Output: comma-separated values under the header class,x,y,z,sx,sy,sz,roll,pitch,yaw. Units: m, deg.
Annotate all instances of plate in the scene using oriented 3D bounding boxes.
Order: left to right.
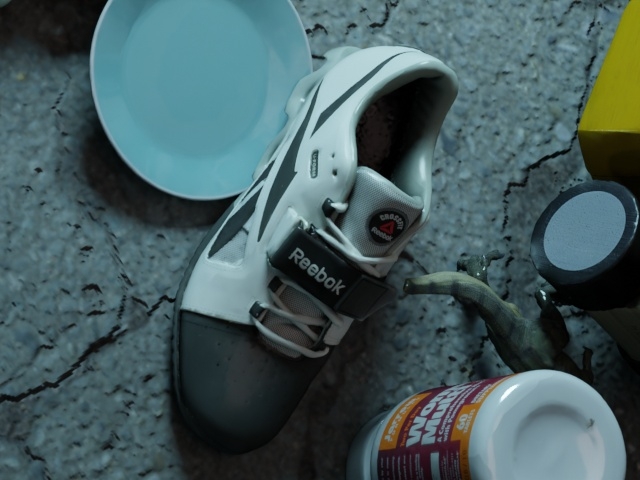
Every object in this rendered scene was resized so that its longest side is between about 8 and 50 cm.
class,x,y,z,sx,sy,sz,roll,pitch,yaw
plate,-0.090,-0.123,1.352,0.188,0.024,0.188,-1,92,-31

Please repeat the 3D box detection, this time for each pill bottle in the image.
class,x,y,z,sx,sy,sz,roll,pitch,yaw
pill bottle,0.110,0.162,1.299,0.121,0.221,0.121,5,79,-25

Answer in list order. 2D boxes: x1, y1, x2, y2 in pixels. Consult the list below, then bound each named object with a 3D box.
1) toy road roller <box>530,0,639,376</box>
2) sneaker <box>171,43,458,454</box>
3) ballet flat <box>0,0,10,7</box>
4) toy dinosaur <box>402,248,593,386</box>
class,x,y,z,sx,sy,sz,roll,pitch,yaw
toy road roller,0.339,-0.036,1.416,0.202,0.240,0.329,43,59,-40
sneaker,0.000,0.000,1.311,0.122,0.146,0.330,28,78,-26
ballet flat,-0.209,-0.224,1.285,0.316,0.107,0.106,-17,97,-27
toy dinosaur,0.156,0.067,1.412,0.268,0.064,0.118,41,32,-31
